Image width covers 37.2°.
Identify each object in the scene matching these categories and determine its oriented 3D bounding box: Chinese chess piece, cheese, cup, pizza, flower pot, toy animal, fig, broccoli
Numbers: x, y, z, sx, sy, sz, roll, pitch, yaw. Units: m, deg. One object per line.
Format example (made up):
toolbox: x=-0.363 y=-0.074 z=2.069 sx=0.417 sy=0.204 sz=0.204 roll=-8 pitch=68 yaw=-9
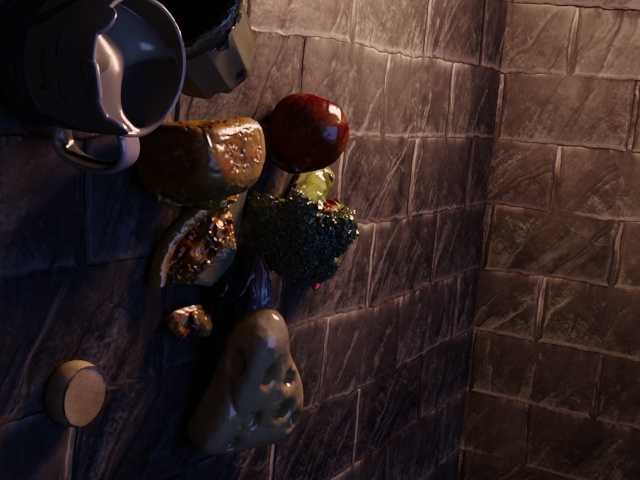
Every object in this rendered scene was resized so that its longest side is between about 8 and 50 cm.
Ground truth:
Chinese chess piece: x=-0.448 y=0.280 z=1.739 sx=0.122 sy=0.051 sz=0.122 roll=-27 pitch=121 yaw=-59
cheese: x=-0.120 y=0.319 z=2.172 sx=0.328 sy=0.129 sz=0.351 roll=14 pitch=105 yaw=-56
cup: x=-0.367 y=-0.249 z=1.507 sx=0.219 sy=0.257 sz=0.290 roll=-34 pitch=127 yaw=-53
pizza: x=-0.253 y=0.003 z=1.946 sx=0.271 sy=0.056 sz=0.134 roll=-40 pitch=105 yaw=-24
flower pot: x=-0.232 y=-0.399 z=1.733 sx=0.259 sy=0.290 sz=0.290 roll=57 pitch=48 yaw=-65
toy animal: x=-0.162 y=0.164 z=2.192 sx=0.195 sy=0.090 sz=0.324 roll=-51 pitch=140 yaw=-20
fig: x=-0.038 y=-0.243 z=2.212 sx=0.205 sy=0.205 sz=0.205 roll=-27 pitch=121 yaw=-57
broccoli: x=-0.015 y=-0.053 z=2.235 sx=0.221 sy=0.252 sz=0.361 roll=-56 pitch=171 yaw=30

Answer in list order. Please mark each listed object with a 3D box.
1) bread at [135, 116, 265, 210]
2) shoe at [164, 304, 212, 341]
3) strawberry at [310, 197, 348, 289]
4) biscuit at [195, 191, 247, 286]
bread: x=-0.227 y=-0.150 z=1.866 sx=0.246 sy=0.195 sz=0.176 roll=-20 pitch=111 yaw=-58
shoe: x=-0.278 y=0.178 z=2.003 sx=0.069 sy=0.072 sz=0.109 roll=64 pitch=17 yaw=17
strawberry: x=0.001 y=0.005 z=2.448 sx=0.174 sy=0.098 sz=0.228 roll=-23 pitch=132 yaw=-76
biscuit: x=-0.227 y=-0.024 z=2.054 sx=0.150 sy=0.052 sz=0.252 roll=19 pitch=81 yaw=-62
